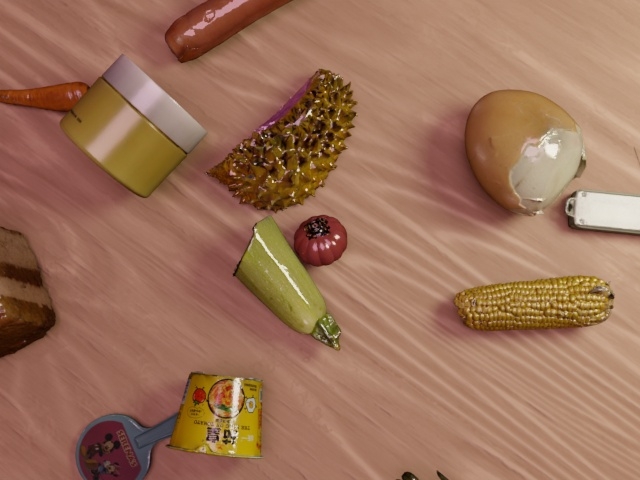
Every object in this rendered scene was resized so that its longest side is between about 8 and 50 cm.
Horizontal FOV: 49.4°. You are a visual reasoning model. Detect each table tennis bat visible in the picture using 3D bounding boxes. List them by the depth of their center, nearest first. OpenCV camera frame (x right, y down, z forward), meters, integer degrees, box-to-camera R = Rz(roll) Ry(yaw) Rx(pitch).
[{"bbox_3d":[-0.369,0.402,1.369,0.244,0.040,0.153,-26,82,6],"label":"table tennis bat"}]

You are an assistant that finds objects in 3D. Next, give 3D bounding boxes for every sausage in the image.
[{"bbox_3d":[-0.127,-0.496,1.417,0.418,0.094,0.094,-30,104,0],"label":"sausage"}]

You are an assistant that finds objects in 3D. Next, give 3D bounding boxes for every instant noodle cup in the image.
[{"bbox_3d":[-0.186,0.323,1.299,0.182,0.182,0.144,6,76,5],"label":"instant noodle cup"}]

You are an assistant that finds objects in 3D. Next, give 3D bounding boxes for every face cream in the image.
[{"bbox_3d":[-0.358,-0.217,1.341,0.218,0.218,0.179,43,89,8],"label":"face cream"}]

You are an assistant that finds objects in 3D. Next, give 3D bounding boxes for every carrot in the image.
[{"bbox_3d":[-0.583,-0.297,1.452,0.256,0.061,0.061,0,84,8],"label":"carrot"}]

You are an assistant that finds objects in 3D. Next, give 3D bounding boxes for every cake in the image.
[{"bbox_3d":[-0.678,0.081,1.352,0.196,0.198,0.293,-29,78,6],"label":"cake"}]

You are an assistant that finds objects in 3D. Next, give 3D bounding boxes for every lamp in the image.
[{"bbox_3d":[0.000,0.000,1.352,0.107,0.092,0.108,-10,49,11],"label":"lamp"}]

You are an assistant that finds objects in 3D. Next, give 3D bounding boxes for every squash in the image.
[{"bbox_3d":[-0.070,0.105,1.344,0.137,0.137,0.288,-34,92,0],"label":"squash"}]

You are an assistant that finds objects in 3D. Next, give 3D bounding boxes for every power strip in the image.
[{"bbox_3d":[0.601,-0.048,1.331,0.271,0.052,0.078,6,84,6],"label":"power strip"}]

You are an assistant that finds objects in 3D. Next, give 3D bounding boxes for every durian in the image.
[{"bbox_3d":[-0.051,-0.187,1.368,0.341,0.112,0.191,-41,80,-3],"label":"durian"}]

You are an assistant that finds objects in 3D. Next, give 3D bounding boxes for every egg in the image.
[{"bbox_3d":[0.371,-0.171,1.291,0.201,0.201,0.244,-34,70,0],"label":"egg"}]

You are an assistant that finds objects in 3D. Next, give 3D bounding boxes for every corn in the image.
[{"bbox_3d":[0.399,0.123,1.305,0.292,0.106,0.107,-7,83,5],"label":"corn"}]

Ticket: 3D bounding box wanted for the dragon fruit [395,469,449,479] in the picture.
[{"bbox_3d":[0.223,0.539,1.232,0.192,0.193,0.274,-46,54,-3],"label":"dragon fruit"}]
